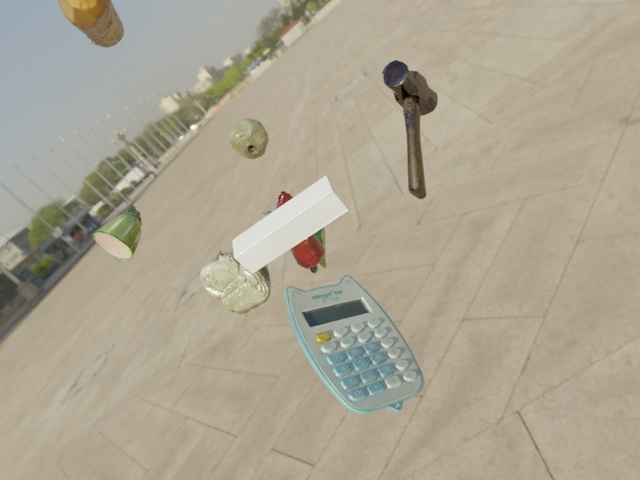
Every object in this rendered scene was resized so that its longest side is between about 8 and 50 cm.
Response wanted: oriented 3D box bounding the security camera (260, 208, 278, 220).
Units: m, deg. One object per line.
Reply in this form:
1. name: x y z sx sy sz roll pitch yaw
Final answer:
1. security camera: -0.138 -0.070 1.526 0.092 0.058 0.058 11 54 49

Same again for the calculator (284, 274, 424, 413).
1. calculator: 0.078 0.242 1.235 0.386 0.256 0.054 53 139 38

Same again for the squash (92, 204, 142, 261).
1. squash: -0.463 -0.031 1.257 0.105 0.105 0.132 -24 32 45

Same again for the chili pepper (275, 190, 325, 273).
1. chili pepper: -0.065 -0.012 1.716 0.110 0.387 0.110 -15 41 13

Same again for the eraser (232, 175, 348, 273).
1. eraser: -0.079 -0.037 1.304 0.298 0.076 0.078 -34 38 12

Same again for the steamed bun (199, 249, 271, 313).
1. steamed bun: -0.247 0.112 1.643 0.218 0.211 0.144 -38 5 37

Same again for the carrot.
1. carrot: -0.547 -0.546 1.257 0.114 0.114 0.302 -44 13 -4

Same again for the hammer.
1. hammer: 0.287 -0.332 1.645 0.095 0.242 0.409 -7 77 34

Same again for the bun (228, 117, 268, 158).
1. bun: -0.289 -0.403 2.139 0.166 0.173 0.113 -35 42 20

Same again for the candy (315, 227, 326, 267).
1. candy: -0.001 0.000 1.873 0.032 0.102 0.178 -5 68 9
